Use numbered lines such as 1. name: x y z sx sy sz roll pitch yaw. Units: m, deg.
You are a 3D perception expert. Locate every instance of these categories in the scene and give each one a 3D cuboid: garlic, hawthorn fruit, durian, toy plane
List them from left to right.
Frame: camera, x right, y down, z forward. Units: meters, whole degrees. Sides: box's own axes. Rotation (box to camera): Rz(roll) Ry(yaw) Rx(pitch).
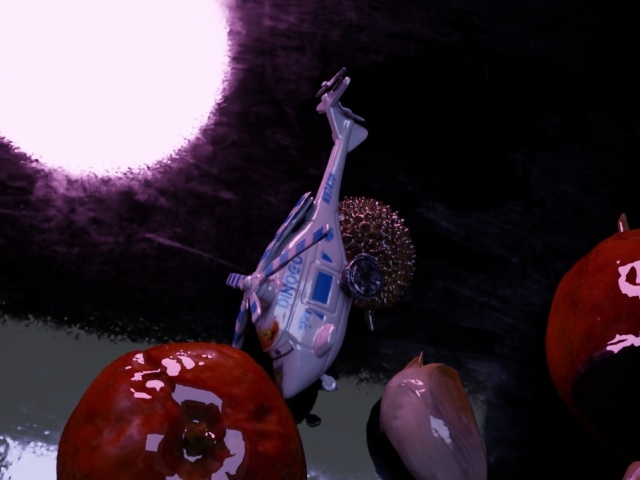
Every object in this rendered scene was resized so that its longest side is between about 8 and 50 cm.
1. hawthorn fruit: -0.094 0.148 0.532 0.179 0.200 0.179 4 62 -8
2. toy plane: -0.005 0.002 0.683 0.107 0.182 0.273 25 48 -19
3. durian: 0.044 0.012 0.732 0.110 0.071 0.140 -2 62 -13
4. garlic: 0.100 0.163 0.644 0.084 0.066 0.152 -7 57 -19
5. hawthorn fruit: 0.287 0.072 0.685 0.189 0.190 0.251 4 43 -10

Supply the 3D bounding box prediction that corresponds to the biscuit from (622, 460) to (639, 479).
1. biscuit: 0.370 0.201 0.448 0.393 0.076 0.368 23 61 16
